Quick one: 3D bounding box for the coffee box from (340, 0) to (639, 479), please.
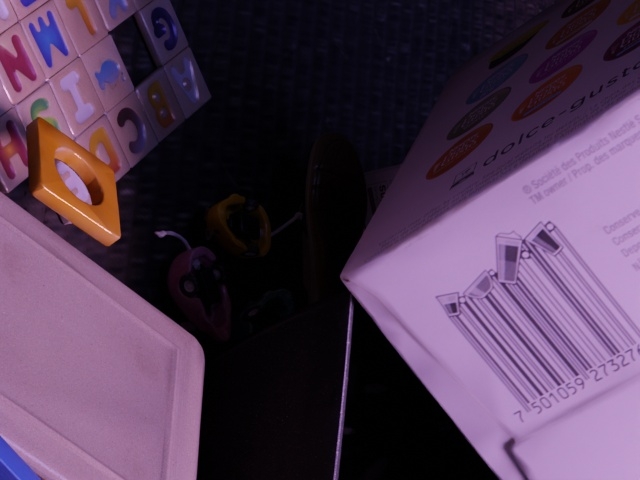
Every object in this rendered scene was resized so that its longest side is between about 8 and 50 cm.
[{"bbox_3d":[0.274,-0.002,1.155,0.338,0.338,0.334,51,30,-12],"label":"coffee box"}]

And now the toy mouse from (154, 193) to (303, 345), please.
[{"bbox_3d":[-0.061,0.041,1.232,0.161,0.031,0.143,15,66,-56],"label":"toy mouse"}]

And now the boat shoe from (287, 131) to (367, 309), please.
[{"bbox_3d":[0.000,0.000,1.334,0.056,0.049,0.152,12,73,-38],"label":"boat shoe"}]

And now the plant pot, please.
[{"bbox_3d":[-0.010,0.160,1.141,0.187,0.167,0.188,41,47,-46],"label":"plant pot"}]

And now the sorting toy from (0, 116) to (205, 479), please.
[{"bbox_3d":[-0.137,0.068,0.970,0.196,0.047,0.347,43,24,-25],"label":"sorting toy"}]

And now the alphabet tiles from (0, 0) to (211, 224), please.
[{"bbox_3d":[-0.158,-0.130,1.156,0.237,0.009,0.198,-50,122,-54],"label":"alphabet tiles"}]

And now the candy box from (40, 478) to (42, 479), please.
[{"bbox_3d":[-0.168,0.233,0.927,0.316,0.088,0.182,-20,96,-60],"label":"candy box"}]

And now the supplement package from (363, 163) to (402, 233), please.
[{"bbox_3d":[0.133,0.061,1.439,0.204,0.145,0.261,-12,90,-60],"label":"supplement package"}]
